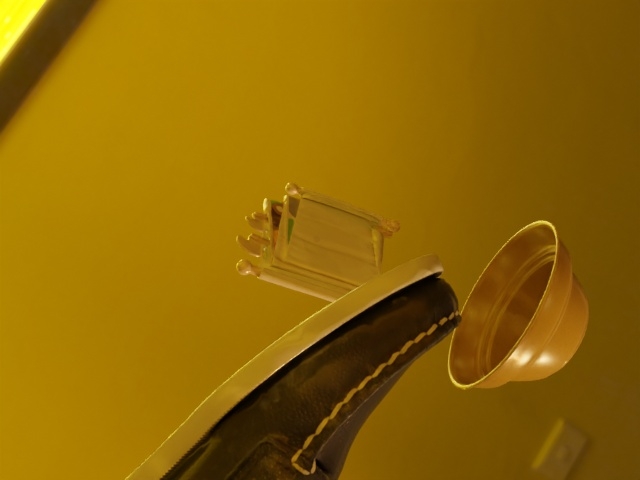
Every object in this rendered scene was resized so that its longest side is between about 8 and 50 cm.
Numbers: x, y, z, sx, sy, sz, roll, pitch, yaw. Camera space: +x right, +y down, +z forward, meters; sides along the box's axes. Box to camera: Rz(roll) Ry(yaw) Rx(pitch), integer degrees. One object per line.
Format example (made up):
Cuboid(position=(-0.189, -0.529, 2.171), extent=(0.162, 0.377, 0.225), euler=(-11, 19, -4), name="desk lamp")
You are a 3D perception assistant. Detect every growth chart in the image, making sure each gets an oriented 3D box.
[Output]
Cuboid(position=(0.000, 0.000, 1.034), extent=(0.172, 0.021, 0.237), euler=(22, 29, -1), name="growth chart")

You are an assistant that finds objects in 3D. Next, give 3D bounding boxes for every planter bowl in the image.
Cuboid(position=(0.243, 0.092, 1.060), extent=(0.090, 0.217, 0.217), euler=(29, -9, -8), name="planter bowl")

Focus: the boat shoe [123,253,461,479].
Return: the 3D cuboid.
Cuboid(position=(-0.044, 0.126, 0.428), extent=(0.091, 0.302, 0.114), euler=(51, 4, 13), name="boat shoe")
